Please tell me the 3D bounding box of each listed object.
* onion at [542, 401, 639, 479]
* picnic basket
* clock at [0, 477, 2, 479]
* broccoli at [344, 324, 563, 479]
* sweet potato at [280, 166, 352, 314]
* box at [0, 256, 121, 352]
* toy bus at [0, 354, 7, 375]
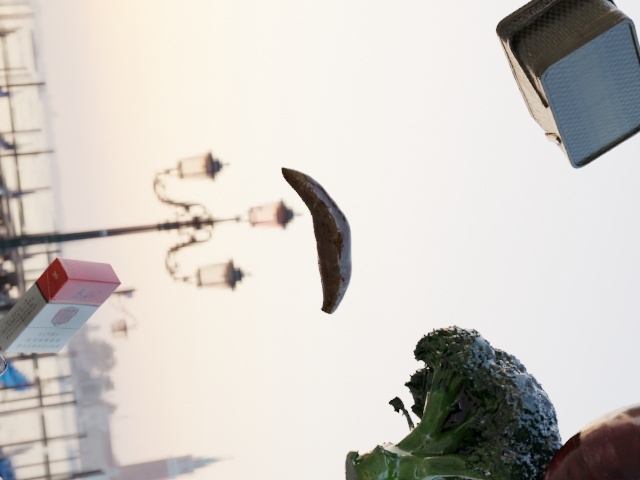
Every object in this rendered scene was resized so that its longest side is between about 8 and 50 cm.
[{"bbox_3d":[0.374,0.285,1.159,0.285,0.273,0.273,-88,-179,-57],"label":"onion"},{"bbox_3d":[0.395,-0.258,1.545,0.267,0.165,0.139,53,7,-47],"label":"picnic basket"},{"bbox_3d":[-0.326,0.296,0.930,0.197,0.068,0.197,22,-58,40],"label":"clock"},{"bbox_3d":[0.171,0.256,1.313,0.297,0.297,0.298,168,-90,-73],"label":"broccoli"},{"bbox_3d":[0.010,-0.004,1.507,0.058,0.078,0.255,-80,158,-58],"label":"sweet potato"},{"bbox_3d":[-0.355,0.090,1.365,0.152,0.100,0.048,-43,-114,21],"label":"box"},{"bbox_3d":[-0.214,0.104,0.527,0.063,0.090,0.203,-45,-141,15],"label":"toy bus"}]
